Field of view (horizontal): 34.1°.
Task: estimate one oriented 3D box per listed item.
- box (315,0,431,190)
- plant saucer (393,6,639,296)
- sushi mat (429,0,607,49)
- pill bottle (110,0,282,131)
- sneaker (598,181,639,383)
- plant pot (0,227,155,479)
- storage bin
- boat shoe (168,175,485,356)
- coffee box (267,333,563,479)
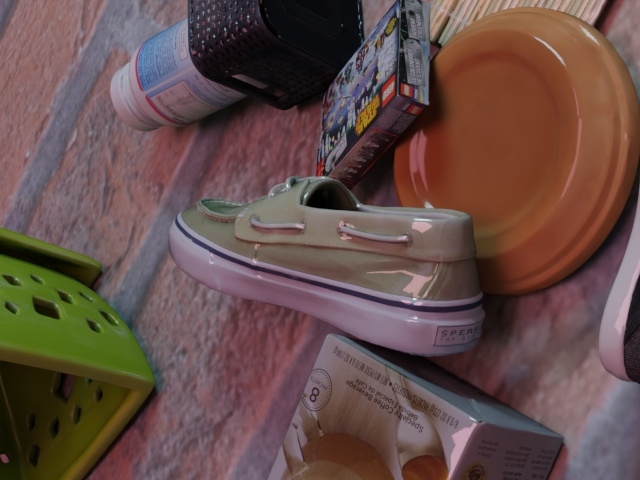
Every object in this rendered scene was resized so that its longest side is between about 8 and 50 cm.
[{"bbox_3d":[0.037,-0.105,0.778,0.137,0.027,0.094,134,146,-53],"label":"box"},{"bbox_3d":[0.119,-0.062,0.709,0.200,0.037,0.200,-9,77,47],"label":"plant saucer"},{"bbox_3d":[0.184,-0.262,0.739,0.151,0.019,0.316,35,102,43],"label":"sushi mat"},{"bbox_3d":[-0.115,-0.154,0.942,0.160,0.087,0.087,-18,66,39],"label":"pill bottle"},{"bbox_3d":[0.240,-0.013,0.576,0.121,0.079,0.216,16,97,42],"label":"sneaker"},{"bbox_3d":[-0.321,0.109,0.971,0.228,0.227,0.207,-49,44,23],"label":"plant pot"},{"bbox_3d":[-0.037,-0.214,0.861,0.084,0.122,0.180,-21,64,38],"label":"storage bin"},{"bbox_3d":[0.000,0.000,0.760,0.302,0.109,0.094,15,104,43],"label":"boat shoe"},{"bbox_3d":[0.033,0.205,0.683,0.141,0.098,0.246,26,96,45],"label":"coffee box"}]
